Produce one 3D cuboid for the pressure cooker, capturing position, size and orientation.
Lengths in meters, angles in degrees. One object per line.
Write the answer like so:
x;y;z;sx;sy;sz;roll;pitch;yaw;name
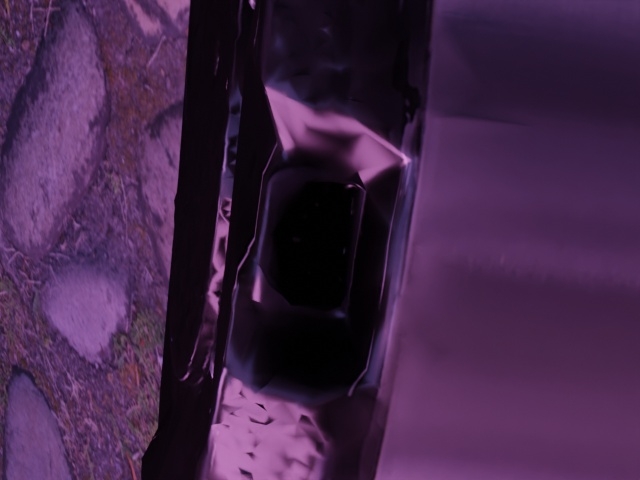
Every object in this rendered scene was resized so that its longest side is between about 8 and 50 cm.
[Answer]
0.161;-0.019;0.620;0.370;0.421;0.375;-144;60;-82;pressure cooker
